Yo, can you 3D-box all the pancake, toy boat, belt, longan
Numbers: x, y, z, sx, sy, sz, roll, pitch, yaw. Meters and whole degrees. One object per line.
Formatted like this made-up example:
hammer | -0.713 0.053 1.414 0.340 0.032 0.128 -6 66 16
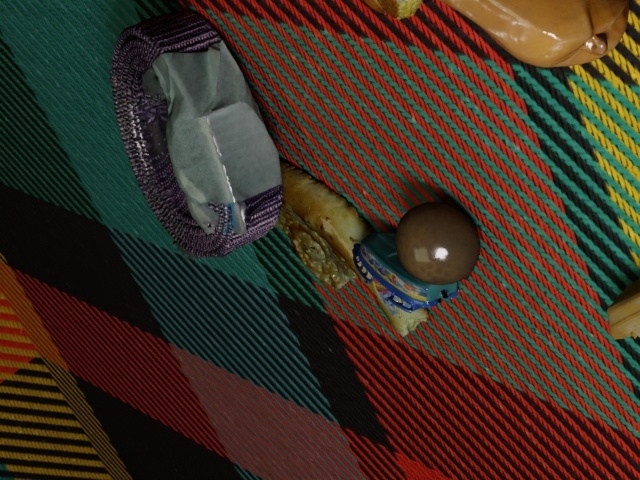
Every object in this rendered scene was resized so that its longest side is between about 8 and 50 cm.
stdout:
pancake | -0.004 0.002 2.320 0.376 0.054 0.197 38 154 32
toy boat | 0.352 0.067 1.744 0.077 0.057 0.200 47 157 -1
belt | -0.163 -0.137 2.287 0.260 0.122 0.325 7 116 58
toy boat | 0.094 0.053 2.160 0.175 0.091 0.110 37 137 42
longan | 0.135 0.008 2.016 0.113 0.092 0.113 31 156 16

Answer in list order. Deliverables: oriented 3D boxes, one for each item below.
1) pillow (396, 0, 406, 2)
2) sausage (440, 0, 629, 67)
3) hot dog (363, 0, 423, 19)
pillow | 0.148 -0.301 1.407 0.302 0.075 0.185 -12 125 25
sausage | 0.167 -0.241 1.550 0.241 0.136 0.120 38 147 21
hot dog | 0.052 -0.298 1.729 0.261 0.093 0.123 51 171 44
